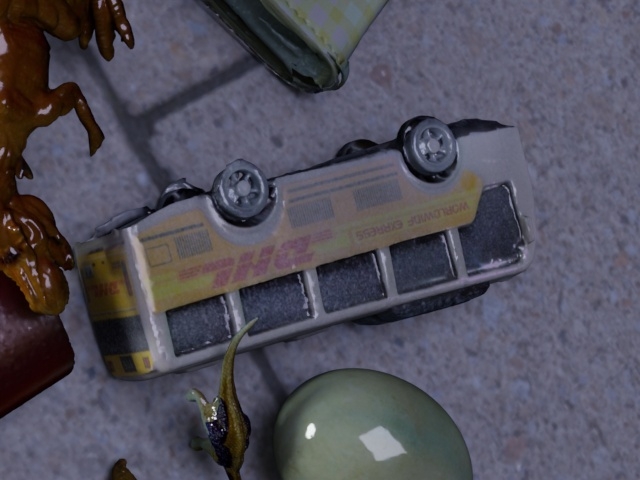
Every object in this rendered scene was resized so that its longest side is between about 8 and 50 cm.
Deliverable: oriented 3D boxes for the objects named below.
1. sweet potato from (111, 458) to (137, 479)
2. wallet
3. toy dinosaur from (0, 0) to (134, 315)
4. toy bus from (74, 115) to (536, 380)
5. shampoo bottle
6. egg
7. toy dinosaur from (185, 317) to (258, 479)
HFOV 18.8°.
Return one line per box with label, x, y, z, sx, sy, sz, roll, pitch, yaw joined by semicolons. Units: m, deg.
sweet potato;-0.125;0.201;1.279;0.026;0.026;0.115;4;76;-30
wallet;0.006;-0.287;1.449;0.223;0.077;0.309;43;58;-19
toy dinosaur;-0.207;-0.173;1.219;0.208;0.097;0.432;-47;126;-67
toy bus;0.000;0.000;1.361;0.342;0.097;0.138;-13;87;-32
shampoo bottle;-0.278;0.103;1.187;0.260;0.064;0.102;-34;98;-33
egg;0.038;0.150;1.336;0.152;0.114;0.114;28;65;-19
toy dinosaur;-0.066;0.120;1.292;0.037;0.058;0.180;-32;135;-33
